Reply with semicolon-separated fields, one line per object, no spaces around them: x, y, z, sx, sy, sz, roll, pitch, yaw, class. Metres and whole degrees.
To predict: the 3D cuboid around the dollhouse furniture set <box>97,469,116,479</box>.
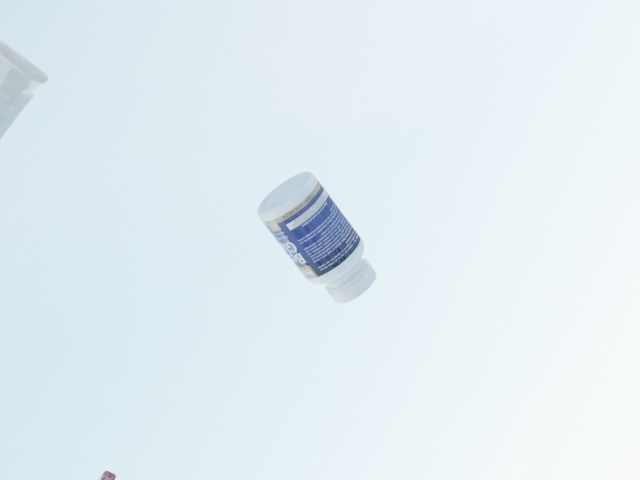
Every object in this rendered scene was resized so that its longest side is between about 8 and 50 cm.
-0.238;0.441;1.455;0.152;0.201;0.374;-51;8;33;dollhouse furniture set

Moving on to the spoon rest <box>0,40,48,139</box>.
-0.348;-0.049;1.236;0.276;0.137;0.084;-52;4;-16;spoon rest

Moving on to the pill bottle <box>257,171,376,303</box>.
0.000;0.000;1.854;0.094;0.169;0.094;-33;19;13;pill bottle
